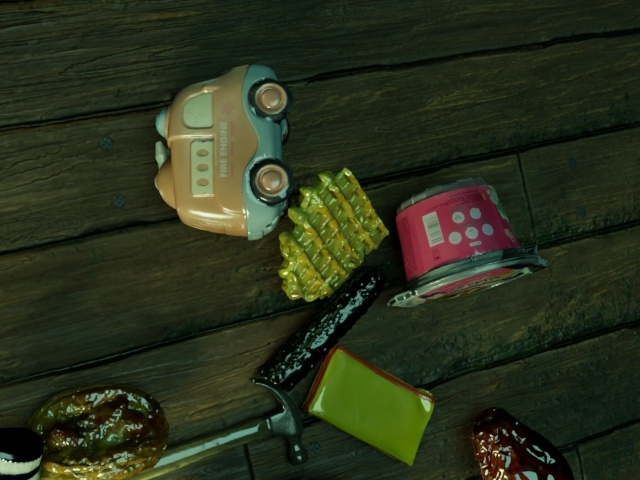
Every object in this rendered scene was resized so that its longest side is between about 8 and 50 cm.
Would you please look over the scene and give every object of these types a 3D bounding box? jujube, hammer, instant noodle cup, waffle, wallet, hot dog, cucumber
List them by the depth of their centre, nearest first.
[{"bbox_3d":[-0.351,0.310,1.440,0.226,0.099,0.160,-13,66,-17],"label":"hot dog"},{"bbox_3d":[-0.235,0.363,1.527,0.439,0.044,0.168,-17,94,-22],"label":"hammer"},{"bbox_3d":[0.000,0.000,1.576,0.219,0.057,0.229,-51,141,-11],"label":"waffle"},{"bbox_3d":[0.016,0.143,1.596,0.072,0.072,0.300,45,85,-13],"label":"cucumber"},{"bbox_3d":[0.243,-0.003,1.643,0.302,0.258,0.182,-9,76,-26],"label":"instant noodle cup"},{"bbox_3d":[0.089,0.295,1.652,0.241,0.067,0.141,32,72,-21],"label":"wallet"},{"bbox_3d":[0.369,0.424,1.703,0.168,0.168,0.236,-34,93,-20],"label":"jujube"}]

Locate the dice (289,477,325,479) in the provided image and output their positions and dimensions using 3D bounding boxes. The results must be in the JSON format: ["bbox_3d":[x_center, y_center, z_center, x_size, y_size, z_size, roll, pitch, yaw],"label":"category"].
[{"bbox_3d":[0.001,0.474,1.568,0.131,0.128,0.120,13,81,-19],"label":"dice"}]

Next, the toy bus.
[{"bbox_3d":[-0.157,-0.143,1.514,0.232,0.194,0.288,-3,82,-1],"label":"toy bus"}]

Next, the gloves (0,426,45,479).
[{"bbox_3d":[-0.498,0.383,1.351,0.131,0.140,0.219,25,102,5],"label":"gloves"}]
